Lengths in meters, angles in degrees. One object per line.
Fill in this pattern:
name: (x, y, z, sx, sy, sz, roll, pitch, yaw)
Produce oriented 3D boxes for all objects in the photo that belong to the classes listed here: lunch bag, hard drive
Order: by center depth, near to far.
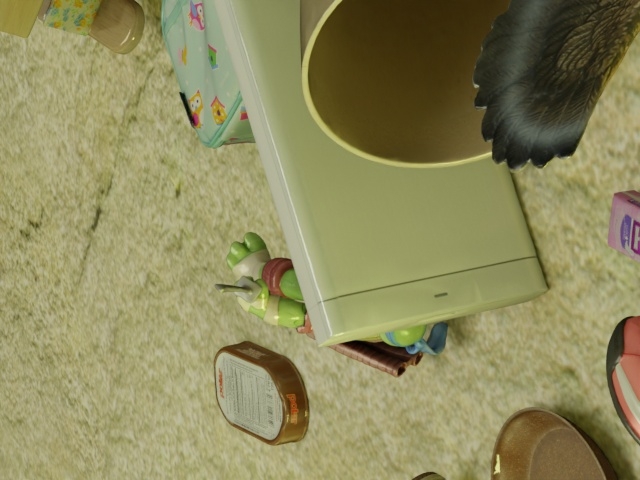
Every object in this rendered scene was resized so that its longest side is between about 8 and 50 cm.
hard drive: (0.054, -0.095, 1.792, 0.047, 0.233, 0.353, -39, 65, 60)
lunch bag: (-0.085, -0.243, 2.127, 0.279, 0.108, 0.224, -50, 56, 55)

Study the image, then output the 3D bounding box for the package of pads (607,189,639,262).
package of pads: (0.276, -0.005, 1.630, 0.083, 0.032, 0.050, 35, 132, 52)

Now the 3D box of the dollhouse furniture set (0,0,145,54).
dollhouse furniture set: (-0.289, -0.411, 2.204, 0.256, 0.362, 0.394, 36, 106, 43)

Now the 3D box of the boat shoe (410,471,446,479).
boat shoe: (0.124, 0.357, 1.985, 0.095, 0.095, 0.257, 28, 131, 39)

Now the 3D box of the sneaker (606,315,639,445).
sneaker: (0.344, 0.155, 1.518, 0.136, 0.116, 0.314, -51, 46, 23)

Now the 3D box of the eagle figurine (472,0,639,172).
eagle figurine: (0.258, -0.179, 1.400, 0.226, 0.225, 0.298, 38, 125, 37)

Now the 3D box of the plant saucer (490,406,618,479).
plant saucer: (0.227, 0.248, 1.800, 0.198, 0.036, 0.198, 27, 122, 55)

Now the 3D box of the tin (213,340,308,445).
tin: (-0.075, 0.182, 2.330, 0.190, 0.040, 0.106, 16, 109, 59)

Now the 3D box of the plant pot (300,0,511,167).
plant pot: (0.088, -0.250, 1.706, 0.256, 0.256, 0.274, 111, 155, -44)

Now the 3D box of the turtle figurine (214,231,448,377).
turtle figurine: (0.000, 0.000, 1.973, 0.198, 0.275, 0.266, -63, 28, -3)
